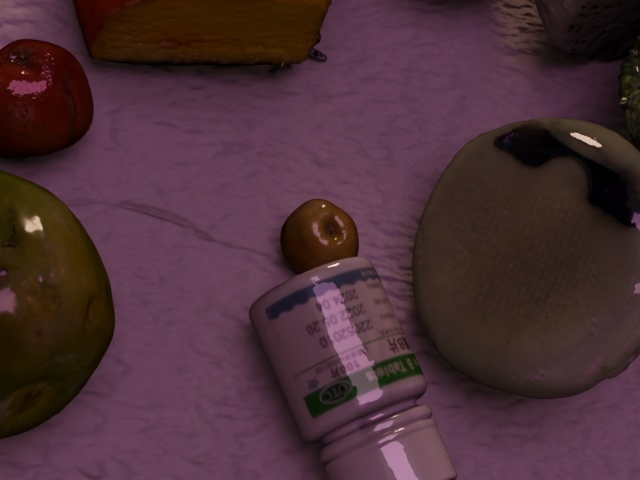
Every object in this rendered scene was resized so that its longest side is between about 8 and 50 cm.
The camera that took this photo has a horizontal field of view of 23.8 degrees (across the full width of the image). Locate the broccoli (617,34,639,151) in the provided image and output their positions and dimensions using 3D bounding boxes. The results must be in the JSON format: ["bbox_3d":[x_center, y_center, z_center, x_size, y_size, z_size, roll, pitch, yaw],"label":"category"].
[{"bbox_3d":[0.468,-0.151,1.616,0.277,0.317,0.338,-23,32,13],"label":"broccoli"}]

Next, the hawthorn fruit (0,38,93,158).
[{"bbox_3d":[-0.288,-0.137,1.502,0.128,0.128,0.128,5,70,-14],"label":"hawthorn fruit"}]

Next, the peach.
[{"bbox_3d":[-0.097,-0.342,1.557,0.306,0.242,0.380,24,70,5],"label":"peach"}]

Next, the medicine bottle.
[{"bbox_3d":[0.034,0.145,1.481,0.139,0.139,0.237,-19,75,-21],"label":"medicine bottle"}]

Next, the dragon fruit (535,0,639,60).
[{"bbox_3d":[0.342,-0.341,1.700,0.283,0.204,0.221,-13,78,-26],"label":"dragon fruit"}]

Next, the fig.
[{"bbox_3d":[-0.312,0.023,1.378,0.233,0.233,0.314,-14,81,-20],"label":"fig"}]

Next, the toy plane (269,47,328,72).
[{"bbox_3d":[-0.030,-0.213,1.653,0.084,0.024,0.078,21,85,-8],"label":"toy plane"}]

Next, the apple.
[{"bbox_3d":[0.000,0.000,1.559,0.084,0.071,0.084,5,71,-15],"label":"apple"}]

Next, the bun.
[{"bbox_3d":[0.245,0.026,1.553,0.187,0.293,0.293,20,60,-51],"label":"bun"}]
